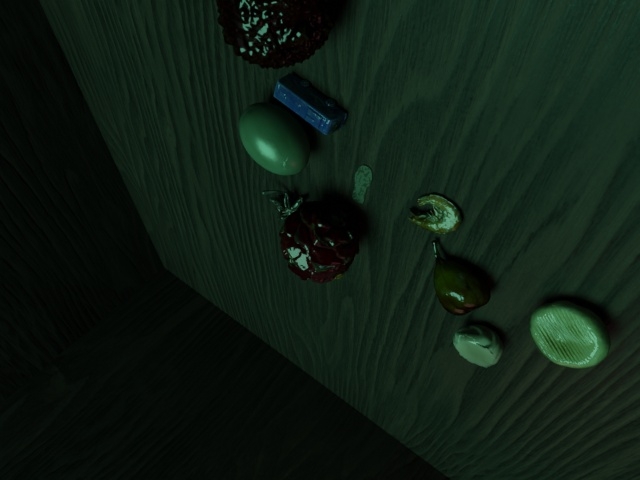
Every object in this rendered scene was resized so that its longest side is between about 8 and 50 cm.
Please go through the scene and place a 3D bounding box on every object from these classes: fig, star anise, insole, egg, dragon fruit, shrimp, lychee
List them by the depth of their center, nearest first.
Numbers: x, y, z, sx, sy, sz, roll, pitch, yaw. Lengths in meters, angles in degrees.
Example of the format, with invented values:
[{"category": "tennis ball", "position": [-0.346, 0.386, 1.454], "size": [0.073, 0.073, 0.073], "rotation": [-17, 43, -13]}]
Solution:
[{"category": "lychee", "position": [-0.112, -0.589, 1.140], "size": [0.306, 0.306, 0.330], "rotation": [100, 147, -55]}, {"category": "shrimp", "position": [0.357, -0.088, 1.439], "size": [0.188, 0.052, 0.132], "rotation": [8, 116, 38]}, {"category": "fig", "position": [0.440, 0.122, 1.519], "size": [0.274, 0.146, 0.170], "rotation": [58, 148, 3]}, {"category": "egg", "position": [-0.157, -0.349, 1.568], "size": [0.282, 0.203, 0.203], "rotation": [49, 150, -1]}, {"category": "insole", "position": [0.145, -0.194, 1.592], "size": [0.065, 0.006, 0.193], "rotation": [34, 149, 16]}, {"category": "dragon fruit", "position": [-0.002, -0.002, 1.723], "size": [0.329, 0.329, 0.329], "rotation": [31, 148, 22]}, {"category": "star anise", "position": [-0.126, -0.145, 1.903], "size": [0.209, 0.089, 0.231], "rotation": [-18, 120, 44]}]

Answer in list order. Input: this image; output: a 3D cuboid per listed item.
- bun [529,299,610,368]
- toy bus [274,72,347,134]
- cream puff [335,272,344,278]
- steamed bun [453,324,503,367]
[{"category": "bun", "position": [0.741, 0.271, 1.348], "size": [0.222, 0.128, 0.222], "rotation": [19, 114, 51]}, {"category": "toy bus", "position": [-0.036, -0.426, 1.432], "size": [0.237, 0.094, 0.079], "rotation": [39, 150, 10]}, {"category": "cream puff", "position": [0.050, 0.121, 2.015], "size": [0.119, 0.104, 0.133], "rotation": [44, 150, 15]}, {"category": "steamed bun", "position": [0.587, 0.380, 1.679], "size": [0.183, 0.106, 0.182], "rotation": [29, 149, 19]}]
